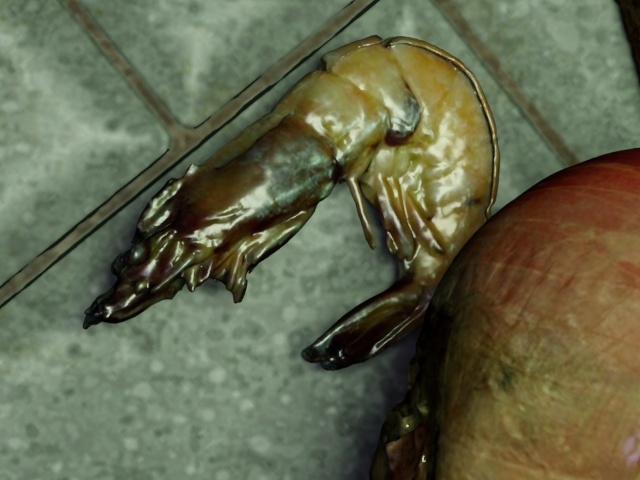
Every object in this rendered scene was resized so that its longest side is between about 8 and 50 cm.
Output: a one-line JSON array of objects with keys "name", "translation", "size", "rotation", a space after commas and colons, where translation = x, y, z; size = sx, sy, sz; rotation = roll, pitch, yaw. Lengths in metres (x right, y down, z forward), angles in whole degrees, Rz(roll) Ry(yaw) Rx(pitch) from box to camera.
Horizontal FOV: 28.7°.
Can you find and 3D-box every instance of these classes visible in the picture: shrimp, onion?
[{"name": "shrimp", "translation": [-0.002, 0.000, 0.789], "size": [0.289, 0.075, 0.178], "rotation": [-41, 96, -17]}, {"name": "onion", "translation": [0.184, 0.123, 0.690], "size": [0.353, 0.353, 0.354], "rotation": [0, 90, -5]}]

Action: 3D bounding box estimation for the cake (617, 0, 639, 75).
[{"name": "cake", "translation": [0.261, -0.123, 0.822], "size": [0.112, 0.135, 0.246], "rotation": [-18, 61, -13]}]
